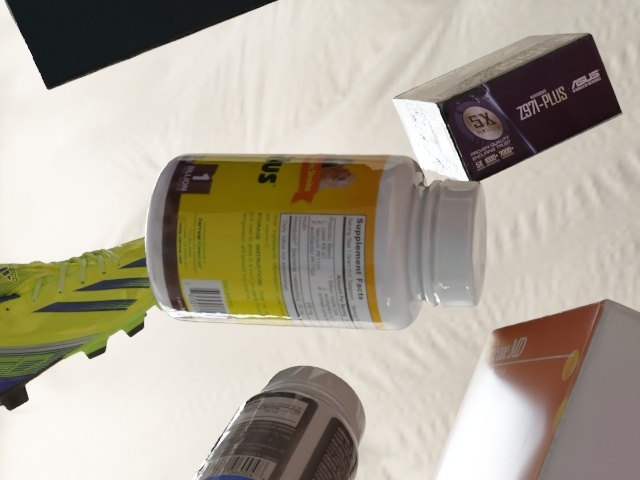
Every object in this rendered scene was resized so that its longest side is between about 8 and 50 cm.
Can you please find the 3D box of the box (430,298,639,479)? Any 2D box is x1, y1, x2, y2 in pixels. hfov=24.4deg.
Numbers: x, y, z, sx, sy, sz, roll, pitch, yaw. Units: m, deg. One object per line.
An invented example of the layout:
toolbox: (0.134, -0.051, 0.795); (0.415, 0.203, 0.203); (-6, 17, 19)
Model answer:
box: (0.123, 0.226, 0.751); (0.215, 0.168, 0.345); (137, -23, -79)

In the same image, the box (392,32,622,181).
box: (0.161, -0.120, 1.313); (0.180, 0.147, 0.078); (-142, -152, -78)

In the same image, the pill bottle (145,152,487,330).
pill bottle: (0.000, 0.000, 0.989); (0.117, 0.215, 0.117); (2, 90, -77)

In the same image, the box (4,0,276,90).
box: (-0.086, -0.194, 0.946); (0.261, 0.184, 0.103); (-80, 146, -73)

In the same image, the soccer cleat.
soccer cleat: (-0.241, 0.055, 1.321); (0.121, 0.289, 0.093); (60, -22, -10)

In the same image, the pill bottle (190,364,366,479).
pill bottle: (-0.024, 0.129, 0.799); (0.137, 0.078, 0.078); (-55, 167, -59)
